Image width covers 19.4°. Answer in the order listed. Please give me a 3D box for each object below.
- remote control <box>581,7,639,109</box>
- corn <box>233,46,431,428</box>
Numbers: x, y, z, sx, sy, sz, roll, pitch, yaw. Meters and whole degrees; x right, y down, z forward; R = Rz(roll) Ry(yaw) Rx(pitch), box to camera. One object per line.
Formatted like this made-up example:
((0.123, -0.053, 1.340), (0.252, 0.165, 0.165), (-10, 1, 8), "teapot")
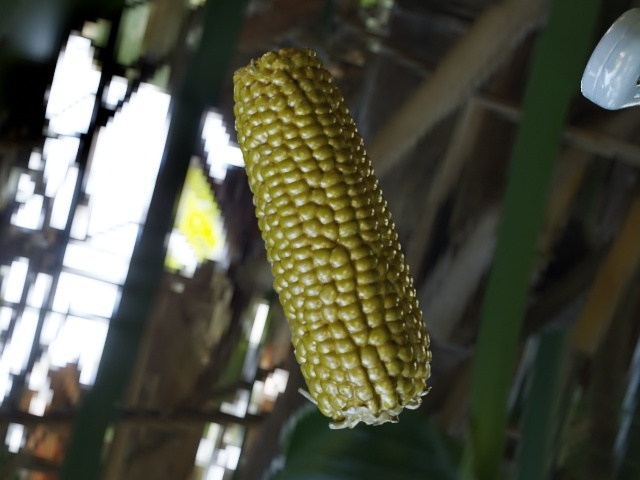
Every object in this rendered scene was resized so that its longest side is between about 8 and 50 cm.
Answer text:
((0.289, -0.157, 1.612), (0.047, 0.087, 0.244), (32, -158, 21), "remote control")
((0.005, -0.002, 1.261), (0.091, 0.260, 0.091), (-18, 180, -13), "corn")
